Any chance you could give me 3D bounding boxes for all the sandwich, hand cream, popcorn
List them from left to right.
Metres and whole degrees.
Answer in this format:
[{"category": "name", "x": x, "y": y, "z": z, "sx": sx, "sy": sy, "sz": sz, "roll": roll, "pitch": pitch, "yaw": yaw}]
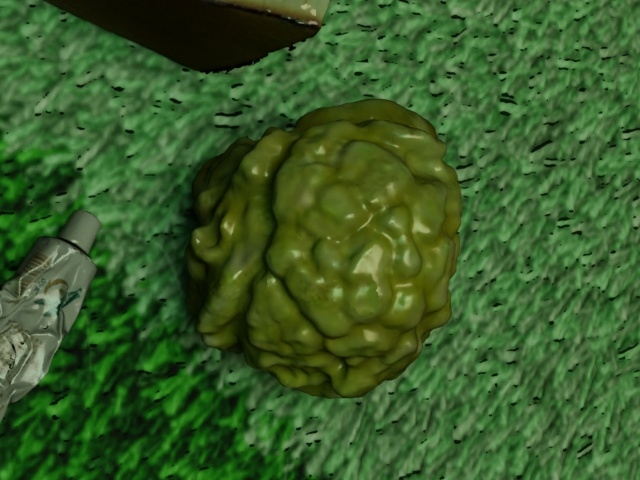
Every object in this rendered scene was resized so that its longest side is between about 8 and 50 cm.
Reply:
[{"category": "hand cream", "x": -0.241, "y": 0.085, "z": 1.052, "sx": 0.084, "sy": 0.050, "sz": 0.257, "roll": 43, "pitch": 72, "yaw": -24}, {"category": "sandwich", "x": -0.107, "y": -0.211, "z": 1.035, "sx": 0.186, "sy": 0.220, "sz": 0.108, "roll": 24, "pitch": 78, "yaw": -26}, {"category": "popcorn", "x": 0.000, "y": 0.000, "z": 1.100, "sx": 0.212, "sy": 0.259, "sz": 0.259, "roll": 3, "pitch": 87, "yaw": -14}]
